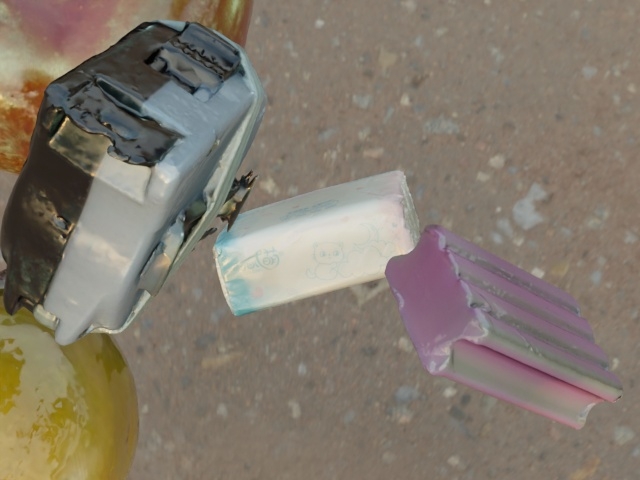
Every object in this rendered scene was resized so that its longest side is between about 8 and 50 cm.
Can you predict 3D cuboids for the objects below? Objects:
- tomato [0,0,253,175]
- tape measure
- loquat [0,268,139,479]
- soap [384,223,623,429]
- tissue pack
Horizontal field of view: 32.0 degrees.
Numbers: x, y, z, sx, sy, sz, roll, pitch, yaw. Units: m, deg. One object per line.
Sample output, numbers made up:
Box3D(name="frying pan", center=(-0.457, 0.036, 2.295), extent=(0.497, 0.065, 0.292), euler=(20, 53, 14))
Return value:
Box3D(name="tomato", center=(-0.187, -0.174, 0.823), extent=(0.270, 0.222, 0.270), euler=(2, 80, -10))
Box3D(name="tape measure", center=(-0.103, -0.035, 0.643), extent=(0.107, 0.182, 0.181), euler=(33, 41, 3))
Box3D(name="loquat", center=(-0.345, 0.209, 1.110), extent=(0.328, 0.328, 0.359), euler=(-2, 95, -7))
Box3D(name="soap", center=(0.154, 0.074, 0.925), extent=(0.203, 0.065, 0.122), euler=(25, 32, -38))
Box3D(name="tissue pack", center=(0.000, 0.001, 1.550), extent=(0.271, 0.201, 0.124), euler=(-15, 105, 9))
